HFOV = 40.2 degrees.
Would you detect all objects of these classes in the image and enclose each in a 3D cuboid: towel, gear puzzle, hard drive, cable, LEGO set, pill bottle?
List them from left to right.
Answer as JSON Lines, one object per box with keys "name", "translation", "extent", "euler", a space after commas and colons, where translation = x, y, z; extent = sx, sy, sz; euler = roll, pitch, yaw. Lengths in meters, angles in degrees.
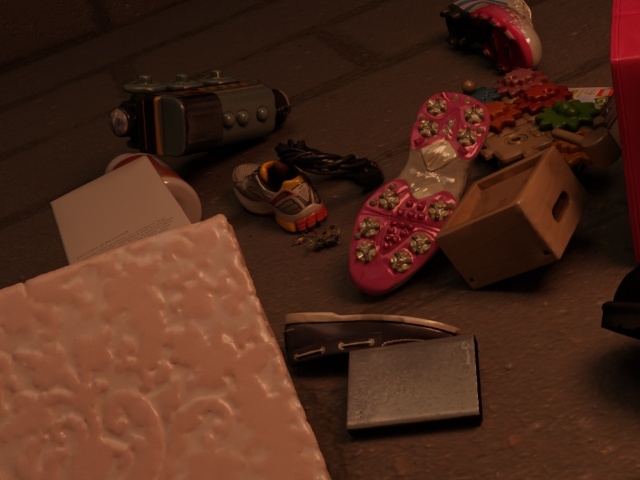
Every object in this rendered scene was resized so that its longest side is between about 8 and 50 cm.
{"name": "towel", "translation": [-0.177, 0.171, 0.805], "extent": [0.317, 0.053, 0.332], "euler": [-20, 73, -5]}
{"name": "pill bottle", "translation": [-0.280, -0.071, 1.407], "extent": [0.121, 0.121, 0.216], "euler": [-29, 30, -16]}
{"name": "LEGO set", "translation": [0.001, -0.001, 1.228], "extent": [0.054, 0.023, 0.083], "euler": [-30, 17, -21]}
{"name": "cable", "translation": [0.006, -0.123, 1.301], "extent": [0.150, 0.047, 0.184], "euler": [25, 13, 29]}
{"name": "hard drive", "translation": [0.095, 0.147, 0.889], "extent": [0.135, 0.022, 0.094], "euler": [-10, 48, 16]}
{"name": "gear puzzle", "translation": [0.293, -0.176, 1.238], "extent": [0.175, 0.044, 0.339], "euler": [-21, 29, -3]}

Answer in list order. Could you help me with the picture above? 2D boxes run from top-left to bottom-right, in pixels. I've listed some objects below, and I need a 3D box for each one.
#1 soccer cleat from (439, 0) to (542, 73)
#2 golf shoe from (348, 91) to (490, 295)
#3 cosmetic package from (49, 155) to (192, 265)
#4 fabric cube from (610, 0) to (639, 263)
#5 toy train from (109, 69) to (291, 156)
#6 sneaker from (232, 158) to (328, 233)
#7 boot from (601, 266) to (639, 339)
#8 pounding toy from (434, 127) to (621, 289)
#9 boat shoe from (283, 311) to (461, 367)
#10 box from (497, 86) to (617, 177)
{"name": "soccer cleat", "translation": [0.338, -0.396, 1.587], "extent": [0.143, 0.116, 0.331], "euler": [-24, 29, -7]}
{"name": "golf shoe", "translation": [0.134, -0.045, 1.146], "extent": [0.115, 0.140, 0.306], "euler": [26, 69, 16]}
{"name": "cosmetic package", "translation": [-0.204, 0.056, 1.073], "extent": [0.155, 0.197, 0.365], "euler": [-28, 29, -11]}
{"name": "fabric cube", "translation": [0.467, -0.154, 0.961], "extent": [0.258, 0.254, 0.259], "euler": [-6, 31, 23]}
{"name": "toy train", "translation": [-0.203, -0.222, 1.546], "extent": [0.190, 0.142, 0.334], "euler": [14, 20, 36]}
{"name": "sneaker", "translation": [-0.069, -0.090, 1.340], "extent": [0.088, 0.093, 0.225], "euler": [-33, 31, -23]}
{"name": "boot", "translation": [0.416, -0.032, 0.756], "extent": [0.348, 0.131, 0.260], "euler": [-9, 66, 44]}
{"name": "pounding toy", "translation": [0.266, -0.049, 1.013], "extent": [0.206, 0.094, 0.181], "euler": [-26, 18, 46]}
{"name": "boat shoe", "translation": [0.055, 0.117, 0.974], "extent": [0.206, 0.075, 0.065], "euler": [0, 77, 22]}
{"name": "box", "translation": [0.349, -0.159, 1.263], "extent": [0.114, 0.036, 0.207], "euler": [5, 37, 36]}
